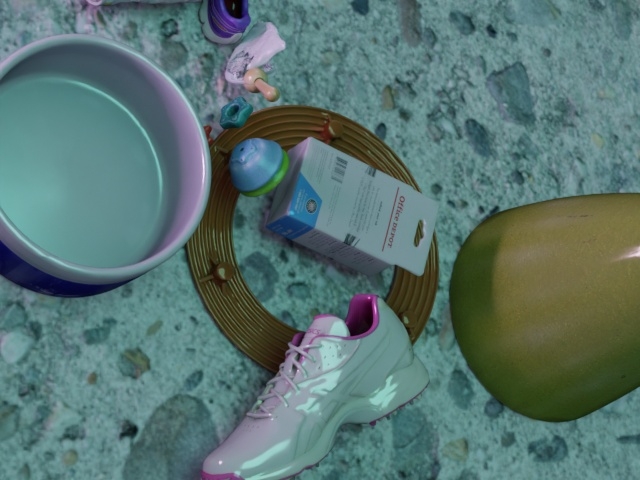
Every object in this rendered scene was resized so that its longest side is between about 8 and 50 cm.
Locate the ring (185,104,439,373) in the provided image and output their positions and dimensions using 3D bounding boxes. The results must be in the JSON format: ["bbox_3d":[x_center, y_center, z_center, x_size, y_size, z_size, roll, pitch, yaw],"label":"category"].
[{"bbox_3d":[0.000,0.000,1.940,0.337,0.032,0.336,9,72,-28],"label":"ring"}]

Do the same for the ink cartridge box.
[{"bbox_3d":[0.038,-0.029,1.916,0.180,0.060,0.104,26,63,-21],"label":"ink cartridge box"}]

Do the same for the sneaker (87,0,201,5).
[{"bbox_3d":[-0.234,-0.402,1.881,0.169,0.108,0.292,-12,82,-35],"label":"sneaker"}]

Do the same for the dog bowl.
[{"bbox_3d":[-0.254,-0.076,1.771,0.265,0.104,0.264,10,70,-28],"label":"dog bowl"}]

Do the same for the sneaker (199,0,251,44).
[{"bbox_3d":[-0.108,-0.313,1.949,0.068,0.071,0.169,-8,79,-32],"label":"sneaker"}]

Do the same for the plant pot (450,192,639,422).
[{"bbox_3d":[0.345,0.053,1.967,0.275,0.293,0.274,9,71,-27],"label":"plant pot"}]

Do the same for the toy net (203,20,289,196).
[{"bbox_3d":[-0.087,-0.146,1.904,0.045,0.122,0.232,46,40,-40],"label":"toy net"}]

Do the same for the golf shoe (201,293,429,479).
[{"bbox_3d":[-0.019,0.163,1.815,0.306,0.115,0.140,-30,109,-37],"label":"golf shoe"}]
